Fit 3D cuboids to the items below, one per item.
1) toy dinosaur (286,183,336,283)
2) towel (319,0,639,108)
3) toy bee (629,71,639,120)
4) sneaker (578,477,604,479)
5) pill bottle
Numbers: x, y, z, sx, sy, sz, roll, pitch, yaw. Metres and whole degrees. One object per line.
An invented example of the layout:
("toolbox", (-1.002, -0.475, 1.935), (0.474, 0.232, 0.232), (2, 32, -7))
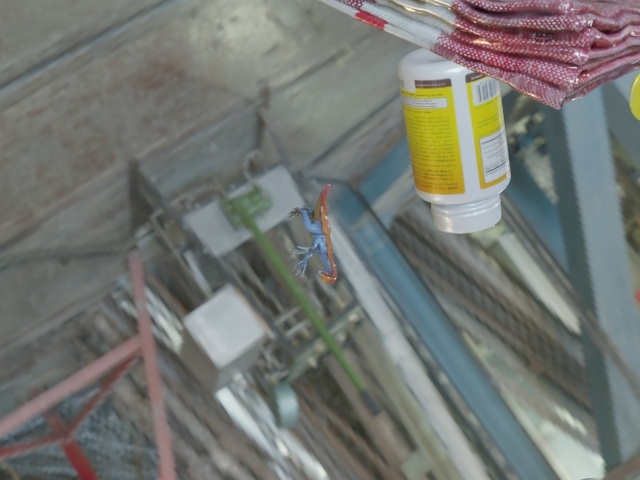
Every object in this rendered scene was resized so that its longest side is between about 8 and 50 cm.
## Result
("toy dinosaur", (0.000, 0.000, 1.259), (0.090, 0.082, 0.047), (-42, 172, 5))
("towel", (0.020, -0.163, 0.591), (0.237, 0.329, 0.037), (-28, 140, -54))
("toy bee", (0.355, -0.206, 1.100), (0.195, 0.162, 0.298), (-59, -164, -25))
("sneaker", (0.310, 0.370, 1.023), (0.135, 0.366, 0.150), (-29, -179, -25))
("pill bottle", (0.163, -0.122, 1.489), (0.117, 0.215, 0.117), (-9, -159, 3))
